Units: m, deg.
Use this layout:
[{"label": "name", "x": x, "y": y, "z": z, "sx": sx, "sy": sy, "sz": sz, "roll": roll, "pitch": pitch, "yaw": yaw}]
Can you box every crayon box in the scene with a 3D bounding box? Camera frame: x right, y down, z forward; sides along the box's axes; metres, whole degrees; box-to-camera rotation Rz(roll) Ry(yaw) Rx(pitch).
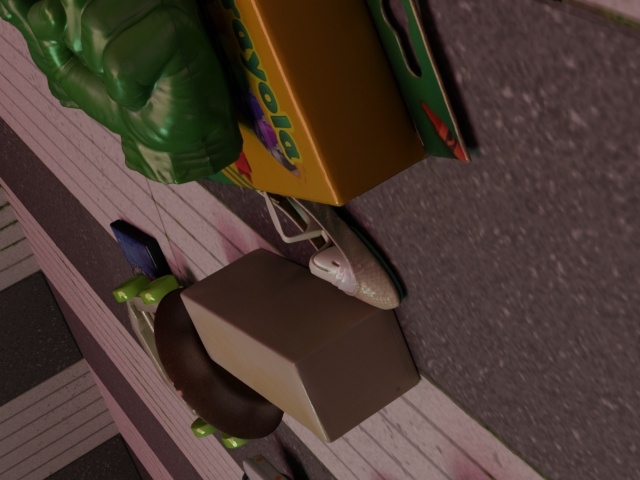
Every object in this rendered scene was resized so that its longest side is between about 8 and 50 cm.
[{"label": "crayon box", "x": -0.043, "y": -0.137, "z": 0.680, "sx": 0.318, "sy": 0.081, "sz": 0.202, "roll": 14, "pitch": 130, "yaw": 62}]

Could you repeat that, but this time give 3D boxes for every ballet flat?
[{"label": "ballet flat", "x": 0.000, "y": 0.000, "z": 0.806, "sx": 0.168, "sy": 0.052, "sz": 0.057, "roll": 52, "pitch": 158, "yaw": 19}]

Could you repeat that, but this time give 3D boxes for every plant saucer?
[{"label": "plant saucer", "x": -0.101, "y": 0.129, "z": 1.106, "sx": 0.036, "sy": 0.198, "sz": 0.199, "roll": -37, "pitch": 81, "yaw": 27}]

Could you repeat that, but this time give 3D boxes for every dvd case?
[{"label": "dvd case", "x": -0.253, "y": 0.093, "z": 1.573, "sx": 0.180, "sy": 0.022, "sz": 0.253, "roll": 21, "pitch": 137, "yaw": 58}]

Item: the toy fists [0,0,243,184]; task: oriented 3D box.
[{"label": "toy fists", "x": -0.157, "y": -0.146, "z": 0.682, "sx": 0.279, "sy": 0.096, "sz": 0.142, "roll": 38, "pitch": 149, "yaw": 48}]

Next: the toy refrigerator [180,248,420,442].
[{"label": "toy refrigerator", "x": -0.028, "y": 0.092, "z": 0.930, "sx": 0.269, "sy": 0.102, "sz": 0.094, "roll": 19, "pitch": 136, "yaw": 60}]

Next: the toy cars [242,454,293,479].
[{"label": "toy cars", "x": 0.005, "y": 0.481, "z": 1.420, "sx": 0.394, "sy": 0.087, "sz": 0.176, "roll": 60, "pitch": 155, "yaw": 8}]

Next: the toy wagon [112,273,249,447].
[{"label": "toy wagon", "x": -0.176, "y": 0.172, "z": 1.409, "sx": 0.344, "sy": 0.068, "sz": 0.267, "roll": -4, "pitch": 117, "yaw": 60}]
